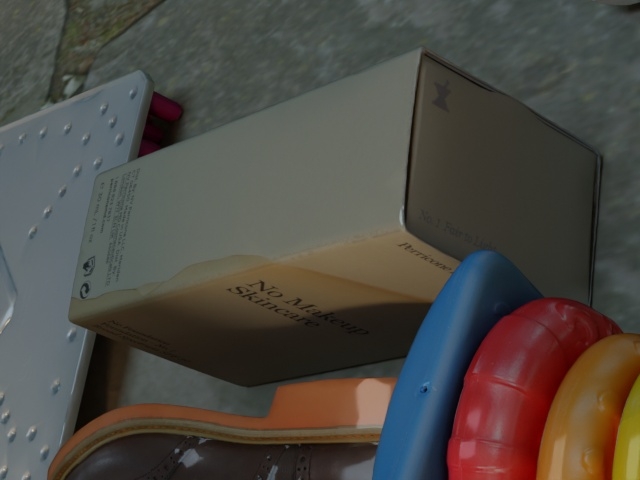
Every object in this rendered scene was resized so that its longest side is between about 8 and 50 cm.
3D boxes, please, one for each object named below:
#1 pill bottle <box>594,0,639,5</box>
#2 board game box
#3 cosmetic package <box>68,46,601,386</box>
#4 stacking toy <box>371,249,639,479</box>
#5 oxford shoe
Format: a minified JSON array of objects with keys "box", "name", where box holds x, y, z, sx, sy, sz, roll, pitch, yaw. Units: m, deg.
[{"box":[0.181,-0.205,0.905,0.067,0.067,0.120,-16,57,46],"name":"pill bottle"},{"box":[-0.286,0.074,1.331,0.390,0.050,0.390,-14,58,47],"name":"board game box"},{"box":[0.000,0.000,0.931,0.309,0.160,0.113,-16,58,47],"name":"cosmetic package"},{"box":[0.190,0.107,0.660,0.302,0.166,0.175,-2,57,38],"name":"stacking toy"},{"box":[-0.053,0.171,0.924,0.364,0.130,0.133,-17,63,45],"name":"oxford shoe"}]
